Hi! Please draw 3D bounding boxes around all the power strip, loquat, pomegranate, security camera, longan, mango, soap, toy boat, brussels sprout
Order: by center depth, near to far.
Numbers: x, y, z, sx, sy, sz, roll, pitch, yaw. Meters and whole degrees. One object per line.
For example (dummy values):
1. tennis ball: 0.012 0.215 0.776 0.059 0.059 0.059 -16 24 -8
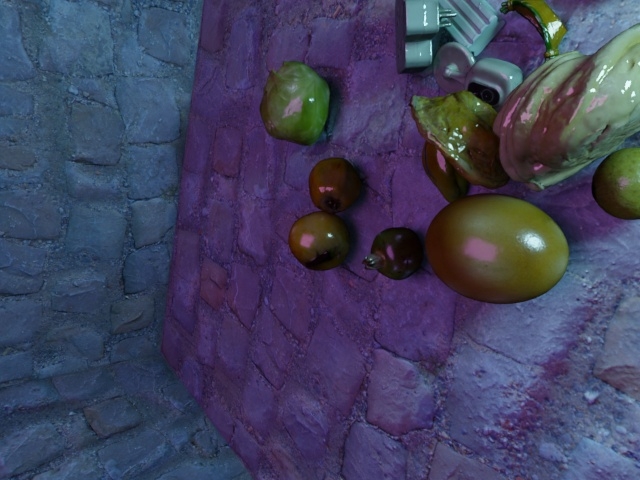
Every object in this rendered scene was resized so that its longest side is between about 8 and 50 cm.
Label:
1. longan: 0.691 -0.126 0.983 0.145 0.176 0.154 -102 -7 -53
2. toy boat: 0.548 -0.542 1.136 0.088 0.089 0.229 -37 68 27
3. security camera: 0.419 -0.451 1.260 0.301 0.080 0.157 41 153 37
4. soap: 0.418 -0.643 1.288 0.119 0.067 0.197 -48 59 38
5. power strip: 0.296 -0.625 1.308 0.261 0.142 0.229 -88 -7 -78
6. mango: 0.373 -0.223 1.342 0.125 0.111 0.232 4 108 59
7. pomegranate: 0.226 0.046 1.448 0.180 0.210 0.179 32 128 54
8. loquat: 0.049 -0.198 1.636 0.188 0.176 0.234 -18 55 22
9. loquat: 0.000 0.000 1.683 0.235 0.235 0.234 5 96 48
10. brussels sprout: -0.093 -0.519 1.739 0.328 0.247 0.327 -17 65 41

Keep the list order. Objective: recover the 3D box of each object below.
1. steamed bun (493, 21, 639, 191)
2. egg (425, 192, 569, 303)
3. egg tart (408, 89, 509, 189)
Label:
1. steamed bun: 0.557 -0.284 0.964 0.230 0.325 0.372 66 158 19
2. egg: 0.441 0.020 1.152 0.352 0.283 0.282 13 103 46
3. egg tart: 0.386 -0.280 1.160 0.129 0.342 0.340 -47 59 40
